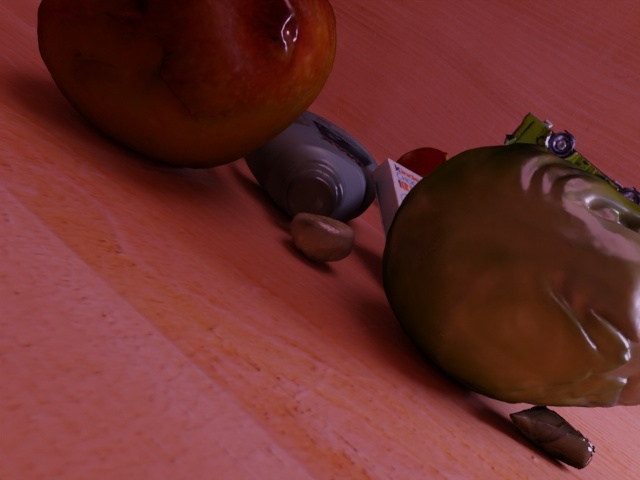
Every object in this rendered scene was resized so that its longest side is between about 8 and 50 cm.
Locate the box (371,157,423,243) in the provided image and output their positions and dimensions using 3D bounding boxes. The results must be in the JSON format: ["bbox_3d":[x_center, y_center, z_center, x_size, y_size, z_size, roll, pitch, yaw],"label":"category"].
[{"bbox_3d":[0.203,0.031,1.082,0.273,0.048,0.265,26,39,-28],"label":"box"}]

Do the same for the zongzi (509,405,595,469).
[{"bbox_3d":[0.232,0.196,0.738,0.076,0.040,0.083,38,6,32],"label":"zongzi"}]

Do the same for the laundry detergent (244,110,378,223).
[{"bbox_3d":[-0.023,-0.112,1.134,0.263,0.125,0.398,33,14,-7],"label":"laundry detergent"}]

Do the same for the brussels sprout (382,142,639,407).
[{"bbox_3d":[0.232,0.032,0.802,0.343,0.269,0.344,8,15,-2],"label":"brussels sprout"}]

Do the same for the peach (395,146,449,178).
[{"bbox_3d":[0.244,-0.117,1.649,0.190,0.190,0.192,21,-10,-42],"label":"peach"}]

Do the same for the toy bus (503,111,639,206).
[{"bbox_3d":[0.421,-0.071,1.210,0.301,0.139,0.113,44,18,11],"label":"toy bus"}]

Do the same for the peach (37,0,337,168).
[{"bbox_3d":[-0.150,-0.235,0.883,0.372,0.290,0.372,26,6,-3],"label":"peach"}]

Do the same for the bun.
[{"bbox_3d":[0.000,0.000,0.907,0.086,0.055,0.086,18,8,-3],"label":"bun"}]
